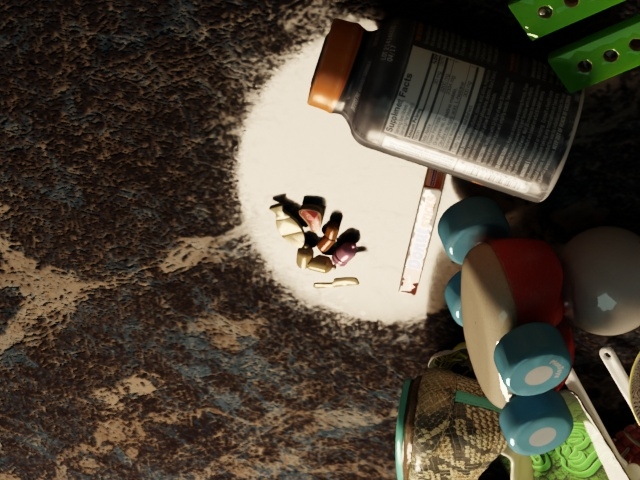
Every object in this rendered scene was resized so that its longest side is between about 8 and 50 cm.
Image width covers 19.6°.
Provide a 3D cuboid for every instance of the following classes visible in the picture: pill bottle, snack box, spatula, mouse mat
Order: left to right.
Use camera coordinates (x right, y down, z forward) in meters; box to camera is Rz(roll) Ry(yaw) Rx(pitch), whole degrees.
[{"bbox_3d":[0.109,-0.020,1.937,0.022,0.064,0.178,13,141,2],"label":"snack box"},{"bbox_3d":[0.114,-0.132,1.748,0.246,0.130,0.130,18,142,-2],"label":"pill bottle"},{"bbox_3d":[0.273,0.252,2.177,0.190,0.007,0.152,-26,98,53],"label":"mouse mat"},{"bbox_3d":[0.374,0.209,2.090,0.168,0.019,0.242,-21,103,35],"label":"spatula"}]

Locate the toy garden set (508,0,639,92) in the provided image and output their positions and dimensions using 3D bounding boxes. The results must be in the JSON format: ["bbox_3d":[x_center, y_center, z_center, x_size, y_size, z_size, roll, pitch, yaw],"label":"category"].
[{"bbox_3d":[0.244,-0.265,1.607,0.204,0.049,0.244,-22,122,30],"label":"toy garden set"}]

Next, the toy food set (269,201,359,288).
[{"bbox_3d":[0.000,0.000,2.041,0.078,0.019,0.122,-6,129,25],"label":"toy food set"}]

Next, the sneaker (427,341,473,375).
[{"bbox_3d":[0.150,0.145,2.146,0.031,0.035,0.083,32,139,-18],"label":"sneaker"}]

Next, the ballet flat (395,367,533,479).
[{"bbox_3d":[0.160,0.318,2.239,0.182,0.164,0.482,11,145,2],"label":"ballet flat"}]

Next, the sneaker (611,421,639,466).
[{"bbox_3d":[0.372,0.279,2.203,0.093,0.088,0.225,-7,149,-45],"label":"sneaker"}]

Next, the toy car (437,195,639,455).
[{"bbox_3d":[0.269,0.065,1.921,0.238,0.219,0.210,-16,139,-5],"label":"toy car"}]

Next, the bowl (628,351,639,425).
[{"bbox_3d":[0.409,0.140,1.990,0.170,0.080,0.170,0,111,0],"label":"bowl"}]
